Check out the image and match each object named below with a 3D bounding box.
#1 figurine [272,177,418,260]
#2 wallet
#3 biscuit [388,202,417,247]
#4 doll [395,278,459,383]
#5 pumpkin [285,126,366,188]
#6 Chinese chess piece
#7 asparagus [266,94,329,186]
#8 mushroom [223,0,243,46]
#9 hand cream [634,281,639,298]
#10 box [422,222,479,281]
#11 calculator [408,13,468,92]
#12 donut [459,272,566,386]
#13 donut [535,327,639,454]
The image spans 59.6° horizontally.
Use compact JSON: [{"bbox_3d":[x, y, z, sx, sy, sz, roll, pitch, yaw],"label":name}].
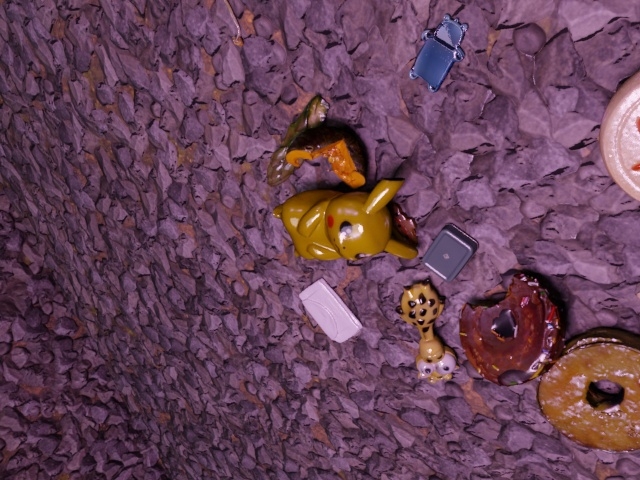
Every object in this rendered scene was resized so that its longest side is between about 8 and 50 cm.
[{"bbox_3d":[0.058,-0.030,1.262,0.327,0.169,0.218,9,138,45],"label":"figurine"},{"bbox_3d":[0.024,0.198,1.538,0.182,0.032,0.124,51,132,2],"label":"wallet"},{"bbox_3d":[0.167,-0.024,1.303,0.130,0.019,0.119,-22,101,44],"label":"biscuit"},{"bbox_3d":[0.257,0.225,1.338,0.117,0.086,0.290,-13,111,10],"label":"doll"},{"bbox_3d":[0.022,-0.197,1.234,0.184,0.107,0.119,20,167,-17],"label":"pumpkin"},{"bbox_3d":[0.565,-0.163,0.857,0.251,0.097,0.250,19,126,29],"label":"Chinese chess piece"},{"bbox_3d":[-0.066,-0.216,1.326,0.080,0.080,0.287,46,135,6],"label":"asparagus"},{"bbox_3d":[-0.242,-0.583,1.284,0.026,0.028,0.286,-136,22,-77],"label":"mushroom"},{"bbox_3d":[0.652,0.144,0.993,0.203,0.084,0.084,42,134,17],"label":"hand cream"},{"bbox_3d":[0.283,0.030,1.236,0.091,0.031,0.126,39,134,13],"label":"box"},{"bbox_3d":[0.224,-0.355,1.060,0.094,0.019,0.141,38,131,13],"label":"calculator"},{"bbox_3d":[0.403,0.188,1.152,0.230,0.096,0.216,-49,45,31],"label":"donut"},{"bbox_3d":[0.579,0.292,1.123,0.272,0.107,0.271,15,122,25],"label":"donut"}]
